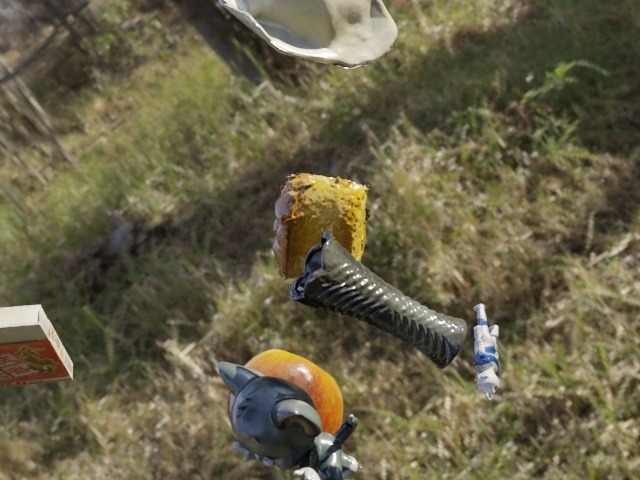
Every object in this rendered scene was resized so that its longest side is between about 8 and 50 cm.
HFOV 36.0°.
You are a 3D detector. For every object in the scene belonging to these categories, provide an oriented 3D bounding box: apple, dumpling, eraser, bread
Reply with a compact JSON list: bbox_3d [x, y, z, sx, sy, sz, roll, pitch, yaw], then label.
[{"bbox_3d":[-0.056,0.276,1.610,0.173,0.195,0.160,-64,2,-9],"label":"apple"},{"bbox_3d":[-0.041,-0.439,1.783,0.260,0.341,0.181,-38,13,-27],"label":"dumpling"},{"bbox_3d":[-0.476,0.166,1.491,0.157,0.038,0.230,-5,-29,-4],"label":"eraser"},{"bbox_3d":[-0.003,0.002,1.691,0.260,0.160,0.147,95,-175,-62],"label":"bread"}]

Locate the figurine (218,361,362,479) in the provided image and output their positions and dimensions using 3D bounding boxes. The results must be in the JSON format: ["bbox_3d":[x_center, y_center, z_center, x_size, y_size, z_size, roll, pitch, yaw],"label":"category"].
[{"bbox_3d":[-0.022,0.286,1.417,0.193,0.265,0.140,29,96,58],"label":"figurine"}]

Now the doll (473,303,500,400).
[{"bbox_3d":[0.355,0.248,2.127,0.057,0.114,0.227,-17,39,20],"label":"doll"}]

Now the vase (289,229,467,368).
[{"bbox_3d":[0.085,0.090,1.362,0.115,0.237,0.115,-59,10,17],"label":"vase"}]
